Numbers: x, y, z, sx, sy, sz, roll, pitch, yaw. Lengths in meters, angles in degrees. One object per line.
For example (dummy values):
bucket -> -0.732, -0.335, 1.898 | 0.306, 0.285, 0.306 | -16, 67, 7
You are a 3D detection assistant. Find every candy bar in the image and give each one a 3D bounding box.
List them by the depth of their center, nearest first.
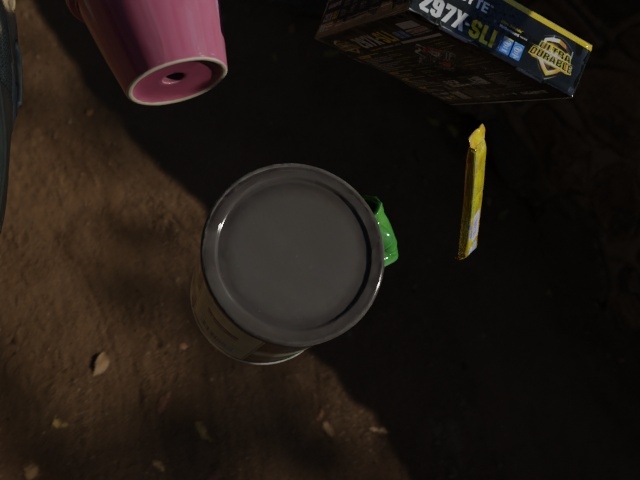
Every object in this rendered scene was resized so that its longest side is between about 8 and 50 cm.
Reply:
candy bar -> 0.169, -0.049, 0.871 | 0.018, 0.162, 0.040 | 17, 37, 25

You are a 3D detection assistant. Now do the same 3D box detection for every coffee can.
coffee can -> -0.055, 0.043, 0.964 | 0.201, 0.275, 0.202 | 3, 77, -12

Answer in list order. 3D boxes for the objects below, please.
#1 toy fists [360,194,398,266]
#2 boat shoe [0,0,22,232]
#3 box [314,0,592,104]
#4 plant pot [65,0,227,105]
toy fists -> 0.000, 0.000, 1.366 | 0.142, 0.279, 0.096 | 67, 34, -41
boat shoe -> -0.316, -0.136, 0.700 | 0.121, 0.110, 0.341 | 4, 96, 10
box -> 0.166, -0.272, 1.070 | 0.257, 0.322, 0.079 | 23, 89, -21
plant pot -> -0.202, -0.275, 0.962 | 0.201, 0.201, 0.180 | -13, 81, -36
